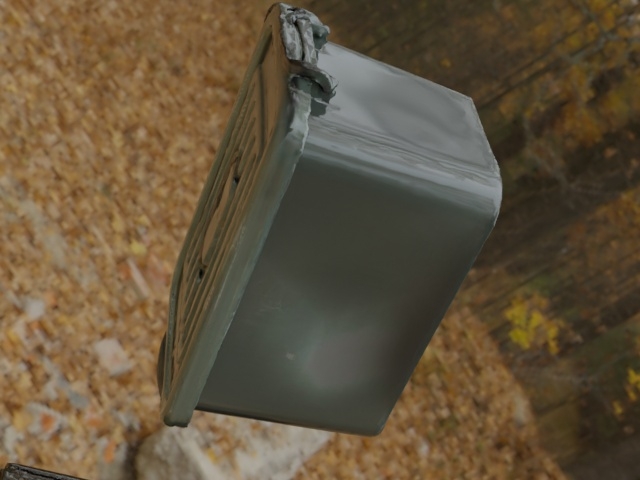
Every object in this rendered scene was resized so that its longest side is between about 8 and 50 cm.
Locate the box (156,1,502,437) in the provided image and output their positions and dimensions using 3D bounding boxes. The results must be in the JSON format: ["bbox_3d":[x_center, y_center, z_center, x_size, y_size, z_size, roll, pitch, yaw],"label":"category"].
[{"bbox_3d":[0.000,0.000,0.694,0.135,0.243,0.163,15,31,-14],"label":"box"}]

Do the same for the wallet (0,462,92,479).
[{"bbox_3d":[-0.124,0.219,0.769,0.198,0.031,0.110,18,65,-22],"label":"wallet"}]
